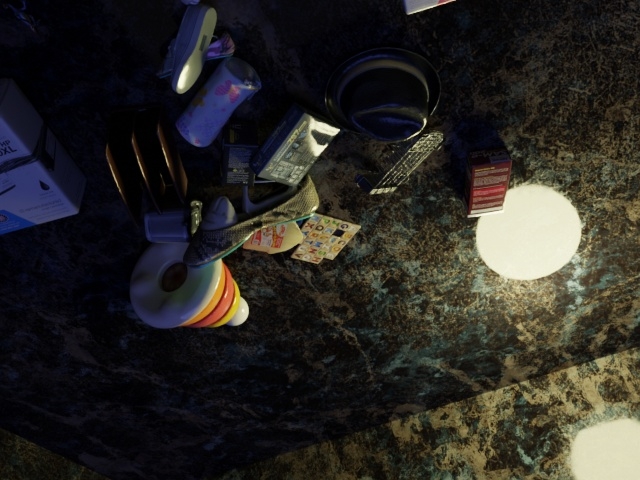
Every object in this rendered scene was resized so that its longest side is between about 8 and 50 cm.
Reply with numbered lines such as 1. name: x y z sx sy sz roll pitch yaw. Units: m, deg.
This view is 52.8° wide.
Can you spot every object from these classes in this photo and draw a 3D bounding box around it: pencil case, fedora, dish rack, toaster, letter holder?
1. pencil case: -0.283 -0.379 1.779 0.124 0.113 0.273 13 137 -45
2. fedora: 0.182 -0.377 1.811 0.334 0.152 0.334 -4 138 -4
3. dish rack: 0.247 -0.245 1.963 0.271 0.074 0.208 -46 165 27
4. toaster: -0.463 -0.057 2.046 0.146 0.227 0.129 -3 103 4
5. letter holder: -0.500 -0.205 1.867 0.152 0.214 0.302 -7 138 1

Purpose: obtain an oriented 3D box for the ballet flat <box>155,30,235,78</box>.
1. ballet flat: -0.335 -0.494 1.684 0.221 0.077 0.079 -17 119 4

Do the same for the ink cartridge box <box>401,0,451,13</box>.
1. ink cartridge box: 0.254 -0.676 1.534 0.158 0.092 0.218 -14 139 8

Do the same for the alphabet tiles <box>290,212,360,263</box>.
1. alphabet tiles: 0.000 0.000 2.302 0.198 0.009 0.237 14 134 -29

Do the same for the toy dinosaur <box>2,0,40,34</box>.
1. toy dinosaur: -0.739 -0.550 1.586 0.082 0.047 0.090 27 141 -9

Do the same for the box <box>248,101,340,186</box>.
1. box: -0.075 -0.272 1.874 0.233 0.059 0.183 -51 150 19

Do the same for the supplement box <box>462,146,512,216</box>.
1. supplement box: 0.546 -0.189 2.126 0.130 0.073 0.239 -8 139 0

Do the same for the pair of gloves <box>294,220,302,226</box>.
1. pair of gloves: -0.155 -0.048 2.230 0.198 0.023 0.159 -8 138 3

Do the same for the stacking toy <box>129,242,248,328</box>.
1. stacking toy: -0.407 0.204 2.293 0.350 0.351 0.480 -20 148 15

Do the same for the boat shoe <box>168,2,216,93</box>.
1. boat shoe: -0.336 -0.486 1.624 0.227 0.081 0.079 -67 161 8

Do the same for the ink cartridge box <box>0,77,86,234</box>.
1. ink cartridge box: -0.902 -0.226 1.828 0.285 0.166 0.395 -14 137 8

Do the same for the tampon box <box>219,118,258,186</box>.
1. tampon box: -0.243 -0.259 1.910 0.101 0.120 0.161 2 137 -11

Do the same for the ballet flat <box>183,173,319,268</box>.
1. ballet flat: -0.225 -0.091 1.995 0.482 0.164 0.182 -26 121 -23

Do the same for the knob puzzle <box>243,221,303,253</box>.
1. knob puzzle: -0.155 -0.028 2.214 0.213 0.030 0.213 -2 136 -2

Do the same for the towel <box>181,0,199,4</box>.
1. towel: -0.325 -0.689 1.477 0.187 0.049 0.282 -28 134 21
